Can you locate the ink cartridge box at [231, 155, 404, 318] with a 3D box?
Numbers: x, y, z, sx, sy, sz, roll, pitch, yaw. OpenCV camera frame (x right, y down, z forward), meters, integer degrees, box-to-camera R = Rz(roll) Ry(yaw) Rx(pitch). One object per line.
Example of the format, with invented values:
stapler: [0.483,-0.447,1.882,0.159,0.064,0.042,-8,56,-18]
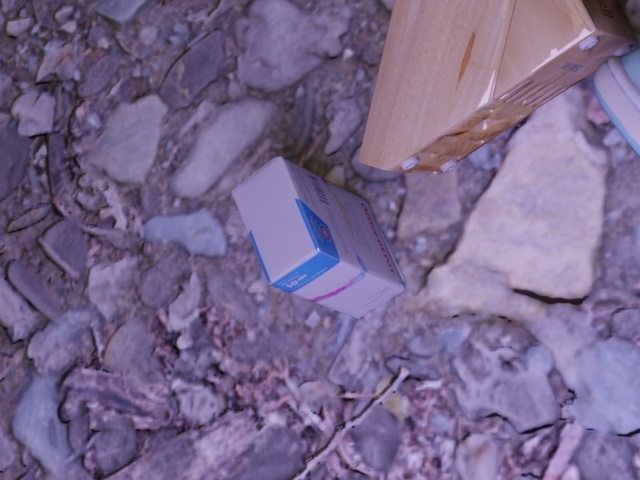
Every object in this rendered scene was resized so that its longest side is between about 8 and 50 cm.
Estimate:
ink cartridge box: [0.000,0.000,1.181,0.052,0.122,0.088,-36,58,22]

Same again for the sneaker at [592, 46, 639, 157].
sneaker: [0.338,-0.061,0.993,0.208,0.127,0.319,-48,66,12]

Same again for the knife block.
knife block: [0.110,-0.211,1.155,0.276,0.088,0.242,-34,72,27]
